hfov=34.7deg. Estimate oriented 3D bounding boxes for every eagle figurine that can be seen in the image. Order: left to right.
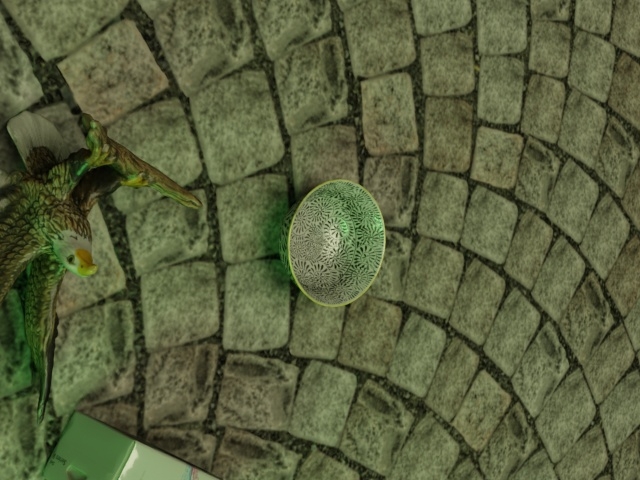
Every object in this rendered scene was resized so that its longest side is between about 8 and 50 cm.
[{"bbox_3d":[-0.297,0.013,1.075,0.226,0.225,0.298,38,88,-9],"label":"eagle figurine"}]

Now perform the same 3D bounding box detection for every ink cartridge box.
[{"bbox_3d":[-0.196,0.294,1.208,0.212,0.154,0.093,34,74,-36],"label":"ink cartridge box"}]

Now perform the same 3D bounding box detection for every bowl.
[{"bbox_3d":[0.000,0.000,1.384,0.170,0.080,0.170,-6,99,-39],"label":"bowl"}]
